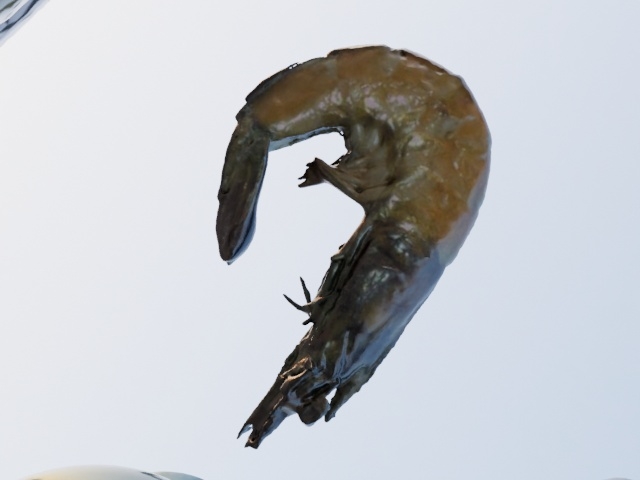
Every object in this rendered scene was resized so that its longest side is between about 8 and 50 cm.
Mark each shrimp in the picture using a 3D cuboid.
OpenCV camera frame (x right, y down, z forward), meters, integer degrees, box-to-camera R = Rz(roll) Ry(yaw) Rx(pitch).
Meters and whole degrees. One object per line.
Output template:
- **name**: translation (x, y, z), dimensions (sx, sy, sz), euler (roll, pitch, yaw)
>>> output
- **shrimp**: translation (0.000, 0.000, 1.597), dimensions (0.085, 0.272, 0.445), euler (96, 19, -83)

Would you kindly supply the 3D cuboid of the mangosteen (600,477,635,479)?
- **mangosteen**: translation (0.301, 0.300, 1.522), dimensions (0.140, 0.140, 0.140), euler (6, -83, 55)

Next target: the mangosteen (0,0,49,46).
- **mangosteen**: translation (-0.193, -0.188, 0.400), dimensions (0.435, 0.382, 0.382), euler (-143, -123, -64)

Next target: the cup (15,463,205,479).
- **cup**: translation (-0.154, 0.269, 0.843), dimensions (0.258, 0.289, 0.219), euler (-107, 175, -62)
